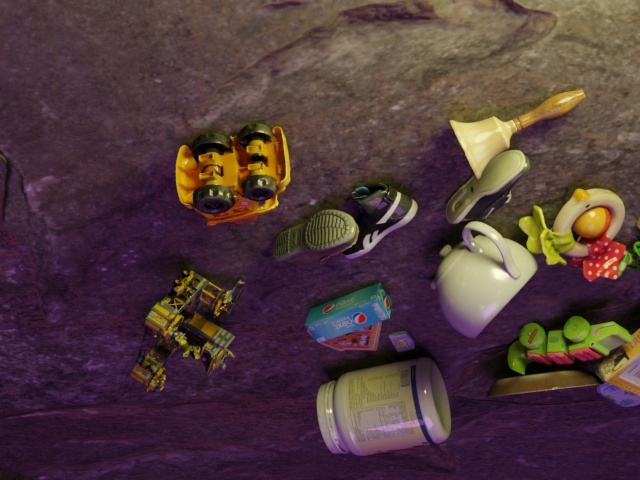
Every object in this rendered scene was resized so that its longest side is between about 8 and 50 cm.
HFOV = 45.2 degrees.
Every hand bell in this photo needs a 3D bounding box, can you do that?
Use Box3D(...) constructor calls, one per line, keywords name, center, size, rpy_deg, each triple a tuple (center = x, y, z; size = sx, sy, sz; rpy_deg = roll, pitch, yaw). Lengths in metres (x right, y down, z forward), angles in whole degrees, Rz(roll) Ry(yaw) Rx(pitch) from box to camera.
Box3D(name="hand bell", center=(0.376, -0.219, 1.435), size=(0.242, 0.126, 0.126), rpy_deg=(-25, 135, 11))

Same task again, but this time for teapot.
Box3D(name="teapot", center=(0.343, 0.076, 1.701), size=(0.187, 0.252, 0.256), rpy_deg=(43, 111, 12))

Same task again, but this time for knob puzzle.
Box3D(name="knob puzzle", center=(0.060, 0.244, 2.024), size=(0.213, 0.030, 0.213), rpy_deg=(1, 140, 0))

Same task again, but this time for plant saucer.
Box3D(name="plant saucer", center=(0.603, 0.385, 2.087), size=(0.310, 0.050, 0.310), rpy_deg=(-7, 167, -2))

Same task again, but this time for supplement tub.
Box3D(name="supplement tub", center=(0.176, 0.463, 2.122), size=(0.324, 0.236, 0.235), rpy_deg=(-15, 137, 18))

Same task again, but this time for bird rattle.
Box3D(name="bird rattle", center=(0.571, -0.013, 1.647), size=(0.253, 0.143, 0.207), rpy_deg=(13, 122, -19))

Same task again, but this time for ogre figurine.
Box3D(name="ogre figurine", center=(0.736, 0.041, 1.720), size=(0.118, 0.097, 0.197), rpy_deg=(8, 146, -20))

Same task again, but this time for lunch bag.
Box3D(name="lunch bag", center=(0.873, 0.367, 2.109), size=(0.176, 0.090, 0.219), rpy_deg=(29, 132, -31))

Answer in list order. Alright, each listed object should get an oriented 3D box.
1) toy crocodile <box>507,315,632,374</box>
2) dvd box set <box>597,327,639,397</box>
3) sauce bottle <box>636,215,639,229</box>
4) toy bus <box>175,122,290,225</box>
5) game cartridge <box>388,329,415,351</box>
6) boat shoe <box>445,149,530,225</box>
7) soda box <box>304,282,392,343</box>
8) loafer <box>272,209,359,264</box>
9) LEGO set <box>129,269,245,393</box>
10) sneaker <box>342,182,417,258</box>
Box3D(name="toy crocodile", center=(0.621, 0.268, 1.954), size=(0.115, 0.105, 0.340), rpy_deg=(32, 148, -32))
Box3D(name="dvd box set", center=(0.944, 0.247, 1.909), size=(0.307, 0.062, 0.420), rpy_deg=(24, 120, -24))
Box3D(name="sauce bottle", center=(0.754, -0.021, 1.690), size=(0.128, 0.042, 0.042), rpy_deg=(22, 135, -21))
Box3D(name="toy bus", center=(-0.150, -0.109, 1.537), size=(0.220, 0.150, 0.211), rpy_deg=(-12, 151, 11))
Box3D(name="game cartridge", center=(0.222, 0.270, 2.064), size=(0.056, 0.017, 0.083), rpy_deg=(-17, 137, 15))
Box3D(name="boat shoe", center=(0.352, -0.104, 1.572), size=(0.079, 0.084, 0.233), rpy_deg=(16, 144, -22))
Box3D(name="soda box", center=(0.070, 0.181, 1.905), size=(0.210, 0.071, 0.067), rpy_deg=(-22, 116, 25))
Box3D(name="loafer", center=(0.000, 0.000, 1.680), size=(0.087, 0.094, 0.251), rpy_deg=(22, 156, -37))
Box3D(name="LEGO set", center=(-0.303, 0.244, 1.854), size=(0.192, 0.255, 0.331), rpy_deg=(31, 125, 6))
Box3D(name="sneaker", center=(0.092, -0.053, 1.648), size=(0.121, 0.079, 0.217), rpy_deg=(36, 129, -21))
